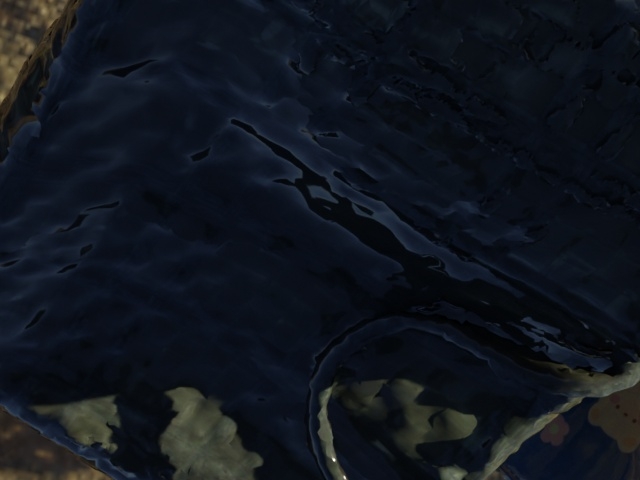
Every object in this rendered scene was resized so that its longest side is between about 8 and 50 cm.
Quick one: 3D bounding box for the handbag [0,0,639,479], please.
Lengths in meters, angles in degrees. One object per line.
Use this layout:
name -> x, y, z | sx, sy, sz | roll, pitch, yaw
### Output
handbag -> 0.000, 0.000, 0.397 | 0.175, 0.088, 0.270 | 36, 133, -7

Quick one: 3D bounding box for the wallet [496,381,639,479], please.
wallet -> 0.209, 0.097, 0.893 | 0.202, 0.141, 0.059 | -51, 143, 6
